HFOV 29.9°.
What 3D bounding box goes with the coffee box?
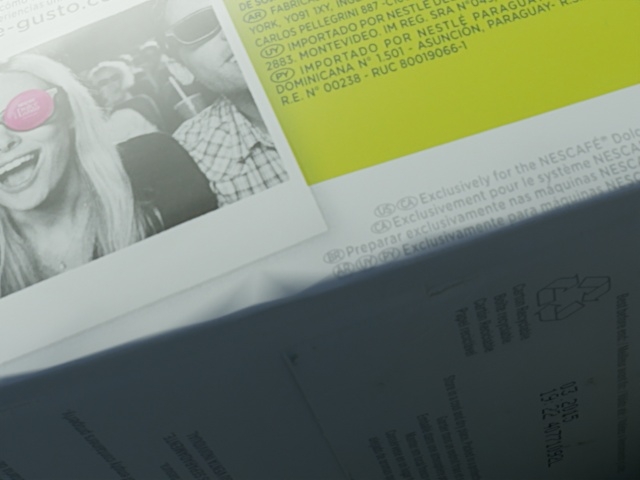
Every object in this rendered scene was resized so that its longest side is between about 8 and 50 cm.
[{"bbox_3d":[-0.002,-0.029,0.643,0.338,0.338,0.334,-18,56,1],"label":"coffee box"}]
